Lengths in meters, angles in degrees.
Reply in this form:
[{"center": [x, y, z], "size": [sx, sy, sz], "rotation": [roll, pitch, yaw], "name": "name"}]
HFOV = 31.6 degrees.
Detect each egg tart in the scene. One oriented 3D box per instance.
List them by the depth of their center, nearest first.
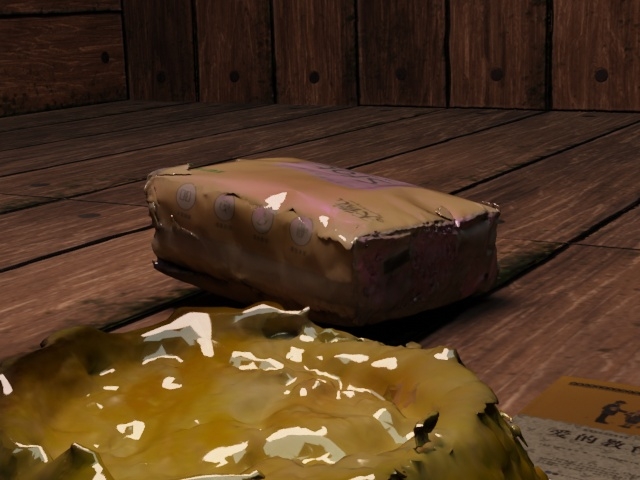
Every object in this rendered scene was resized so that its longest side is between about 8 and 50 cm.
[{"center": [-0.030, 0.116, 0.464], "size": [0.345, 0.132, 0.345], "rotation": [0, 14, 0], "name": "egg tart"}]

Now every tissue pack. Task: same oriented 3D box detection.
[{"center": [0.000, 0.000, 1.012], "size": [0.257, 0.123, 0.215], "rotation": [18, 20, 38], "name": "tissue pack"}]

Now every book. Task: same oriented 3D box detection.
[{"center": [0.173, 0.120, 0.686], "size": [0.118, 0.012, 0.172], "rotation": [7, 15, 30], "name": "book"}]
